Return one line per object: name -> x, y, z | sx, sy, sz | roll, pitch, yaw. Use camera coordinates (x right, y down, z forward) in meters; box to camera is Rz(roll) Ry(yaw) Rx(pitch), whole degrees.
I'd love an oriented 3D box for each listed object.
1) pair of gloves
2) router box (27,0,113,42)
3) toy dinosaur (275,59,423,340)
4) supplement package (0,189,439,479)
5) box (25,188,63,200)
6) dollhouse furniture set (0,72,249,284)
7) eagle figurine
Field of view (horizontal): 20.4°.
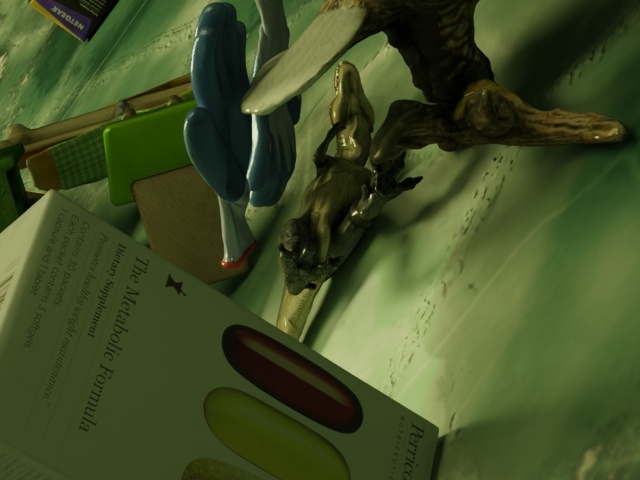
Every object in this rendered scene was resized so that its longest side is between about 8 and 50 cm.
pair of gloves -> -0.045, -0.077, 1.054 | 0.023, 0.159, 0.198 | 2, 23, 14
router box -> -0.251, -0.386, 2.075 | 0.243, 0.081, 0.309 | -53, 23, 9
toy dinosaur -> 0.000, 0.000, 1.102 | 0.268, 0.064, 0.118 | -66, 10, -21
supplement package -> -0.081, 0.112, 0.877 | 0.134, 0.244, 0.139 | -34, 33, 44
box -> -0.369, 0.067, 1.591 | 0.322, 0.079, 0.257 | 10, 68, 43
dollhouse furniture set -> -0.150, -0.027, 1.374 | 0.197, 0.151, 0.301 | -17, 11, -2
eagle figurine -> 0.073, -0.198, 1.016 | 0.226, 0.298, 0.225 | -4, 5, 24
